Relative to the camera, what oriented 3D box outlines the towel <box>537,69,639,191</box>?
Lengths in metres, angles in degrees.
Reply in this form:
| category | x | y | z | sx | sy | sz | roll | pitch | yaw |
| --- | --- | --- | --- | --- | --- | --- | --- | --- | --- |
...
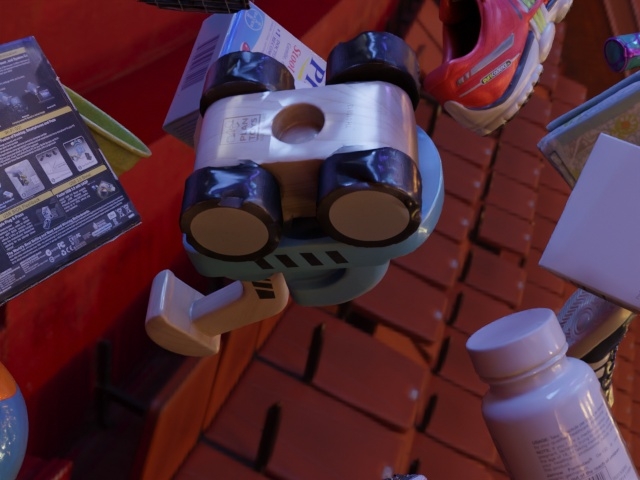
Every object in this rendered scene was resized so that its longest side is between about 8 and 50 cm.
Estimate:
| category | x | y | z | sx | sy | sz | roll | pitch | yaw |
| --- | --- | --- | --- | --- | --- | --- | --- | --- | --- |
| towel | 0.659 | -0.169 | 1.625 | 0.320 | 0.374 | 0.090 | 51 | 29 | -16 |

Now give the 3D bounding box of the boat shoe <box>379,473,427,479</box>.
| category | x | y | z | sx | sy | sz | roll | pitch | yaw |
| --- | --- | --- | --- | --- | --- | --- | --- | --- | --- |
| boat shoe | 0.127 | 0.397 | 1.353 | 0.142 | 0.040 | 0.049 | 5 | 122 | -56 |

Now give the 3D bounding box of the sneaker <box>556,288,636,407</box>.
| category | x | y | z | sx | sy | sz | roll | pitch | yaw |
| --- | --- | --- | --- | --- | --- | --- | --- | --- | --- |
| sneaker | 0.445 | 0.199 | 1.379 | 0.350 | 0.148 | 0.131 | -60 | -172 | 38 |

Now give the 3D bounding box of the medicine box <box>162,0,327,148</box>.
| category | x | y | z | sx | sy | sz | roll | pitch | yaw |
| --- | --- | --- | --- | --- | --- | --- | --- | --- | --- |
| medicine box | -0.122 | -0.273 | 1.649 | 0.289 | 0.149 | 0.264 | 31 | 63 | -33 |

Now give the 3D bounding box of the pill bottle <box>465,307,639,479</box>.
| category | x | y | z | sx | sy | sz | roll | pitch | yaw |
| --- | --- | --- | --- | --- | --- | --- | --- | --- | --- |
| pill bottle | 0.250 | 0.198 | 0.914 | 0.229 | 0.131 | 0.131 | 66 | 16 | -5 |

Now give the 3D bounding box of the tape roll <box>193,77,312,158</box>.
| category | x | y | z | sx | sy | sz | roll | pitch | yaw |
| --- | --- | --- | --- | --- | --- | --- | --- | --- | --- |
| tape roll | -0.076 | -0.130 | 1.399 | 0.100 | 0.286 | 0.286 | -42 | 147 | -40 |

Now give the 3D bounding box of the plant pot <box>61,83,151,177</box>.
| category | x | y | z | sx | sy | sz | roll | pitch | yaw |
| --- | --- | --- | --- | --- | --- | --- | --- | --- | --- |
| plant pot | -0.509 | -0.144 | 1.600 | 0.254 | 0.276 | 0.276 | -54 | 170 | 4 |

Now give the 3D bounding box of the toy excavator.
| category | x | y | z | sx | sy | sz | roll | pitch | yaw |
| --- | --- | --- | --- | --- | --- | --- | --- | --- | --- |
| toy excavator | -0.059 | 0.006 | 1.032 | 0.445 | 0.432 | 0.222 | 72 | 16 | -51 |

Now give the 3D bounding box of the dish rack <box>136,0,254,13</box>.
| category | x | y | z | sx | sy | sz | roll | pitch | yaw |
| --- | --- | --- | --- | --- | --- | --- | --- | --- | --- |
| dish rack | -0.195 | -0.409 | 1.131 | 0.271 | 0.208 | 0.074 | 77 | 23 | -68 |

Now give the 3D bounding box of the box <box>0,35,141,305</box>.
| category | x | y | z | sx | sy | sz | roll | pitch | yaw |
| --- | --- | --- | --- | --- | --- | --- | --- | --- | --- |
| box | -0.463 | -0.072 | 1.107 | 0.395 | 0.097 | 0.318 | -41 | 106 | -50 |

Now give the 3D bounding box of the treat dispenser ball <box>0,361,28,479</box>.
| category | x | y | z | sx | sy | sz | roll | pitch | yaw |
| --- | --- | --- | --- | --- | --- | --- | --- | --- | --- |
| treat dispenser ball | -0.554 | 0.270 | 1.150 | 0.288 | 0.288 | 0.288 | 12 | 90 | -79 |

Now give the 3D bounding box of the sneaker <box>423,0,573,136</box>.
| category | x | y | z | sx | sy | sz | roll | pitch | yaw |
| --- | --- | --- | --- | --- | --- | --- | --- | --- | --- |
| sneaker | 0.183 | -0.244 | 0.851 | 0.107 | 0.118 | 0.279 | -24 | -140 | 60 |

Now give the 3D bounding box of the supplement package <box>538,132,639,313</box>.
| category | x | y | z | sx | sy | sz | roll | pitch | yaw |
| --- | --- | --- | --- | --- | --- | --- | --- | --- | --- |
| supplement package | 0.472 | 0.009 | 1.142 | 0.199 | 0.262 | 0.198 | -65 | 156 | 3 |

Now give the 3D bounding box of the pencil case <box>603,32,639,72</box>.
| category | x | y | z | sx | sy | sz | roll | pitch | yaw |
| --- | --- | --- | --- | --- | --- | --- | --- | --- | --- |
| pencil case | 0.574 | -0.336 | 1.460 | 0.070 | 0.151 | 0.065 | -149 | -133 | -71 |
